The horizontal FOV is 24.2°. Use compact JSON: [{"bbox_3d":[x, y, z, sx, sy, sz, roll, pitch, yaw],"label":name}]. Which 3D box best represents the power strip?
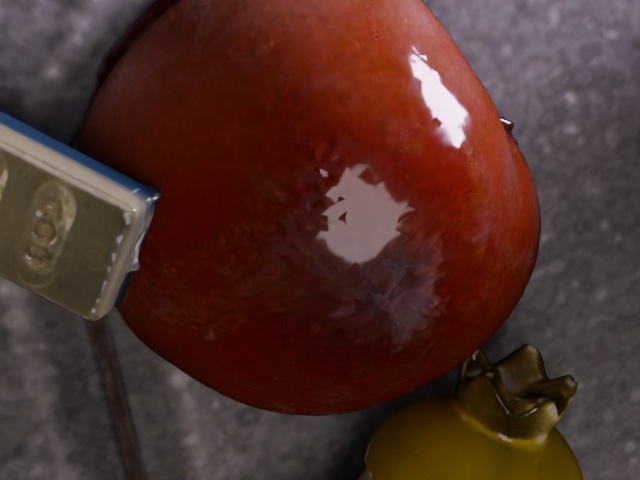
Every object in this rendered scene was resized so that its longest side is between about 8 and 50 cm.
[{"bbox_3d":[-0.127,-0.018,0.596,0.123,0.032,0.056,26,112,6],"label":"power strip"}]

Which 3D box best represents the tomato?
[{"bbox_3d":[0.000,0.000,0.640,0.199,0.112,0.228,-40,119,8],"label":"tomato"}]

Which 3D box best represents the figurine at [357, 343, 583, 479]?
[{"bbox_3d":[0.033,0.161,0.740,0.185,0.127,0.234,2,127,-11],"label":"figurine"}]
